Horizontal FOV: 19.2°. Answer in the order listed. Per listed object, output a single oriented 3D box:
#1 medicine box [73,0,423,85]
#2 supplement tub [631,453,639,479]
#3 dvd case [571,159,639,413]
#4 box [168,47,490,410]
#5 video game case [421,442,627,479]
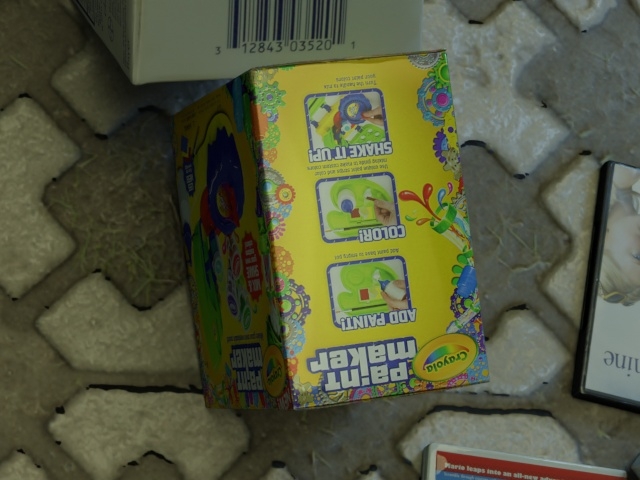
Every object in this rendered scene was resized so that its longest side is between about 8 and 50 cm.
[{"bbox_3d":[-0.075,-0.259,1.725,0.263,0.289,0.149,-5,115,-18],"label":"medicine box"},{"bbox_3d":[0.403,0.257,1.791,0.144,0.144,0.199,-36,87,-23],"label":"supplement tub"},{"bbox_3d":[0.353,0.057,1.904,0.180,0.022,0.253,14,70,-12],"label":"dvd case"},{"bbox_3d":[0.000,0.000,1.648,0.177,0.290,0.279,-7,87,-18],"label":"box"},{"bbox_3d":[0.185,0.343,1.766,0.204,0.025,0.285,10,72,-13],"label":"video game case"}]
